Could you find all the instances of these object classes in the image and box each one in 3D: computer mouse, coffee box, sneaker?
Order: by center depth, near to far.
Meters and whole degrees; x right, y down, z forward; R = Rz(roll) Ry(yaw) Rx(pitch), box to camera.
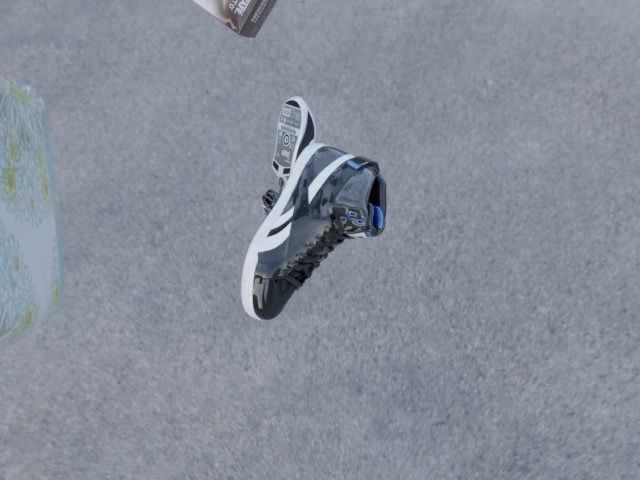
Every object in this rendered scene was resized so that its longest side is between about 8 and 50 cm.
[{"bbox_3d":[0.000,0.000,0.666,0.121,0.079,0.216,19,85,33],"label":"sneaker"},{"bbox_3d":[-0.038,-0.116,0.899,0.042,0.193,0.106,0,21,-36],"label":"computer mouse"},{"bbox_3d":[-0.212,-0.549,1.243,0.246,0.098,0.141,36,109,4],"label":"coffee box"}]

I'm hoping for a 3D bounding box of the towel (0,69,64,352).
[{"bbox_3d":[-0.432,-0.047,0.791,0.090,0.320,0.374,-6,93,-7],"label":"towel"}]
